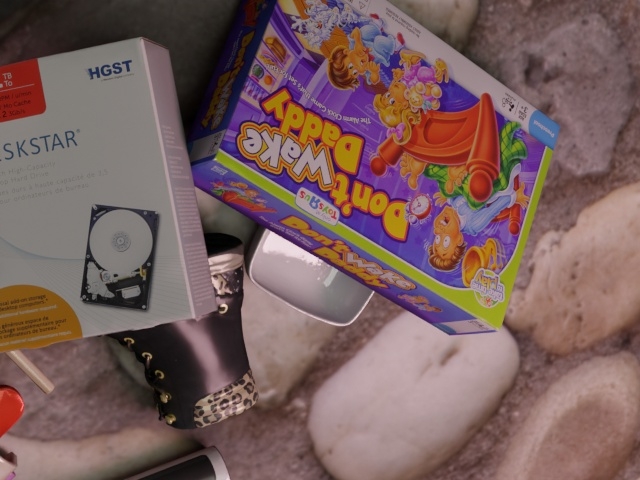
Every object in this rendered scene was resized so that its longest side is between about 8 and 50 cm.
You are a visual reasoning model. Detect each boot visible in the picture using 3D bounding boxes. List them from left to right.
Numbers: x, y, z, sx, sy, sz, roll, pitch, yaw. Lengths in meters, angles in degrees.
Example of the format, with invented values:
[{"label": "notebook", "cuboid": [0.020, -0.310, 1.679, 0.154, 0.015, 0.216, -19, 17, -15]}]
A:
[{"label": "boot", "cuboid": [-0.171, 0.104, 1.254, 0.236, 0.085, 0.179, -16, 113, -18]}]

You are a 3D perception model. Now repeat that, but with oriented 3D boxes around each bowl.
[{"label": "bowl", "cuboid": [0.000, 0.000, 1.321, 0.142, 0.053, 0.142, 28, 91, -27]}]

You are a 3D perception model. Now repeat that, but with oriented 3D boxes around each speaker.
[{"label": "speaker", "cuboid": [-0.159, 0.251, 1.315, 0.136, 0.055, 0.055, -18, 110, -19]}]

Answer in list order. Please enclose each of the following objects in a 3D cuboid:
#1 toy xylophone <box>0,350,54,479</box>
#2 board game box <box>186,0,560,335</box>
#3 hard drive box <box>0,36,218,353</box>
[{"label": "toy xylophone", "cuboid": [-0.379, 0.135, 1.167, 0.236, 0.081, 0.323, -38, 116, -11]}, {"label": "board game box", "cuboid": [0.056, -0.087, 1.263, 0.347, 0.078, 0.233, 30, 67, -28]}, {"label": "hard drive box", "cuboid": [-0.201, -0.035, 1.114, 0.181, 0.089, 0.232, -11, 90, 9]}]
